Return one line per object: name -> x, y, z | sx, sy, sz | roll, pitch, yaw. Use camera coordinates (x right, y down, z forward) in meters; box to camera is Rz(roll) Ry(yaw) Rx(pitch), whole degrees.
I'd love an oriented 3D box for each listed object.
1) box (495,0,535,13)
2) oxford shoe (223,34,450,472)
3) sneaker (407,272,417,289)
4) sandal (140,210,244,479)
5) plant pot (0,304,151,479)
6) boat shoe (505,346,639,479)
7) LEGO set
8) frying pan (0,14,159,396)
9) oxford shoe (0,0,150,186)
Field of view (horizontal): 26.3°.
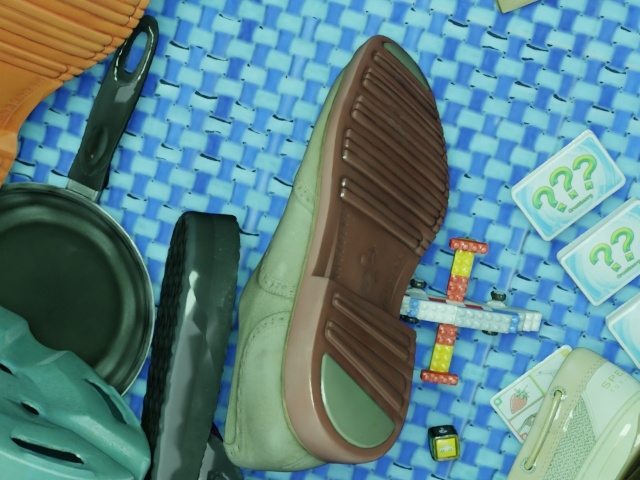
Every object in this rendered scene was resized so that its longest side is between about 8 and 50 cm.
box -> 0.176, -0.290, 1.011 | 0.164, 0.021, 0.201 | -20, 103, 9
oxford shoe -> 0.000, 0.000, 0.966 | 0.130, 0.348, 0.123 | -21, 131, 40
sneaker -> 0.018, 0.077, 1.063 | 0.152, 0.053, 0.061 | -39, 115, 2
sandal -> -0.087, 0.203, 1.028 | 0.107, 0.167, 0.445 | 8, 96, -13
plant pot -> -0.310, 0.217, 0.945 | 0.341, 0.341, 0.334 | 33, 98, 1
boat shoe -> 0.153, 0.222, 1.038 | 0.098, 0.109, 0.302 | 36, 109, 25
LEGO set -> 0.157, 0.062, 1.024 | 0.244, 0.060, 0.182 | -37, 106, 5
frying pan -> -0.222, -0.012, 1.066 | 0.197, 0.053, 0.326 | 3, 95, 5
oxford shoe -> -0.230, -0.166, 0.978 | 0.130, 0.132, 0.363 | 26, 119, -38
